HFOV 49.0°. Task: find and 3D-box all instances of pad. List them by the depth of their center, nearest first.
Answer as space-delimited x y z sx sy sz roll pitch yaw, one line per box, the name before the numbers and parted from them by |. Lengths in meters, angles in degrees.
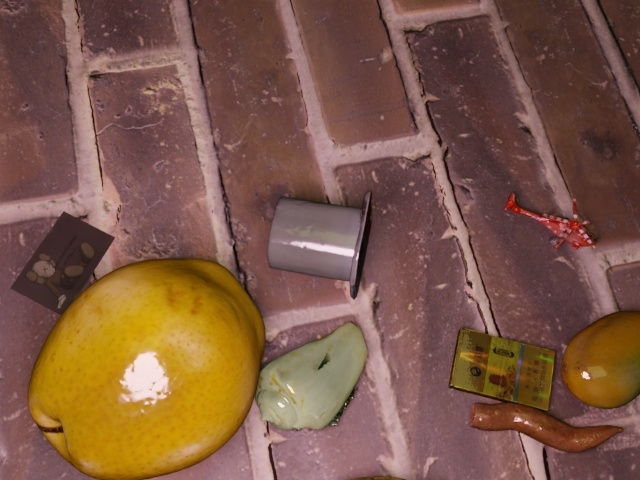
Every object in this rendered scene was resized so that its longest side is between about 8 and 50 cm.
pad | -0.520 0.044 1.422 0.127 0.004 0.190 25 69 6

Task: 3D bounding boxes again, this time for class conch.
conch | -0.008 0.269 1.323 0.250 0.137 0.143 -17 42 -29

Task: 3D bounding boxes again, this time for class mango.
mango | 0.580 0.221 1.369 0.251 0.114 0.156 -36 68 -15

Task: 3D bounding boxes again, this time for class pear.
pear | -0.277 0.213 1.193 0.362 0.362 0.418 39 45 11

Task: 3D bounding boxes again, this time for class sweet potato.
sweet potato | 0.426 0.357 1.335 0.281 0.059 0.067 14 67 2

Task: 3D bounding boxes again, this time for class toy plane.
toy plane | 0.485 -0.029 1.484 0.194 0.077 0.126 5 65 6

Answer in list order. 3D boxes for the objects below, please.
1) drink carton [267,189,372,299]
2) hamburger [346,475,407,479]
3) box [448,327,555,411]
drink carton | 0.000 0.000 1.382 0.189 0.185 0.191 11 71 3
hamburger | 0.104 0.546 1.205 0.284 0.134 0.266 7 62 -7
box | 0.358 0.255 1.387 0.193 0.030 0.121 14 68 1
